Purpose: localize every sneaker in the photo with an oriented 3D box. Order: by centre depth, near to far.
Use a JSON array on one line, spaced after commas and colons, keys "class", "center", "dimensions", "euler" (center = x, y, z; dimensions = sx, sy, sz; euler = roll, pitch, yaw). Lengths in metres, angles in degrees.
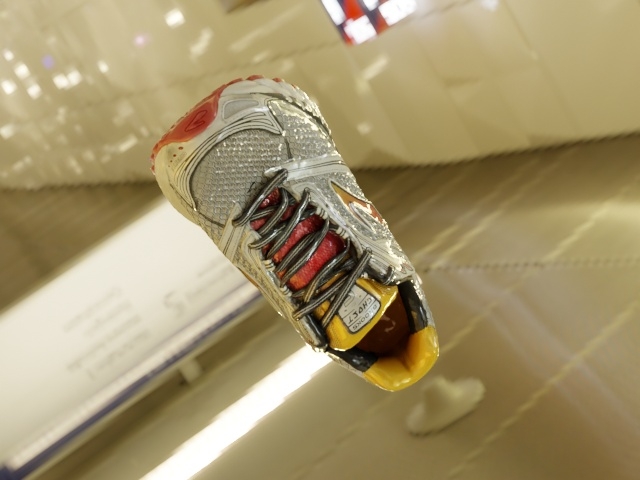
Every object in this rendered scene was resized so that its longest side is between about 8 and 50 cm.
[{"class": "sneaker", "center": [0.000, 0.000, 0.738], "dimensions": [0.088, 0.225, 0.093], "euler": [-41, -134, 5]}]
